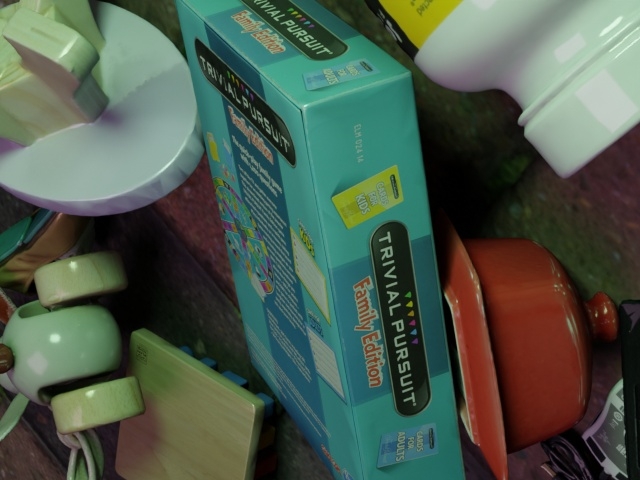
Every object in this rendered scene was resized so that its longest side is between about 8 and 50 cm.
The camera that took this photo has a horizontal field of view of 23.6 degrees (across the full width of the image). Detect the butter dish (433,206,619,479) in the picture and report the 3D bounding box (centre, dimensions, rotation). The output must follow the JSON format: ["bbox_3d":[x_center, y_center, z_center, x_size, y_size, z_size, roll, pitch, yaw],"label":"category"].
[{"bbox_3d":[0.144,0.062,1.041,0.160,0.118,0.160,-108,7,-71],"label":"butter dish"}]

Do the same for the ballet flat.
[{"bbox_3d":[-0.256,-0.002,1.473,0.073,0.080,0.232,33,150,-18],"label":"ballet flat"}]

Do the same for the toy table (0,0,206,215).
[{"bbox_3d":[-0.227,-0.144,1.185,0.274,0.252,0.161,14,160,32],"label":"toy table"}]

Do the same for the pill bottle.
[{"bbox_3d":[0.082,-0.205,0.829,0.334,0.188,0.188,52,143,4],"label":"pill bottle"}]

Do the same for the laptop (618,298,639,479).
[{"bbox_3d":[0.307,0.171,0.912,0.264,0.136,0.234,2,122,18],"label":"laptop"}]

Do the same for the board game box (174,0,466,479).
[{"bbox_3d":[0.000,0.000,1.092,0.254,0.079,0.336,-133,28,-55],"label":"board game box"}]

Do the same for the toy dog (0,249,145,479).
[{"bbox_3d":[-0.283,0.119,1.447,0.334,0.161,0.220,-56,47,54],"label":"toy dog"}]

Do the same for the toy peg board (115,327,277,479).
[{"bbox_3d":[-0.105,0.176,1.444,0.161,0.079,0.161,27,120,32],"label":"toy peg board"}]

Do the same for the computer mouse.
[{"bbox_3d":[0.223,0.145,1.075,0.106,0.042,0.193,48,149,16],"label":"computer mouse"}]
